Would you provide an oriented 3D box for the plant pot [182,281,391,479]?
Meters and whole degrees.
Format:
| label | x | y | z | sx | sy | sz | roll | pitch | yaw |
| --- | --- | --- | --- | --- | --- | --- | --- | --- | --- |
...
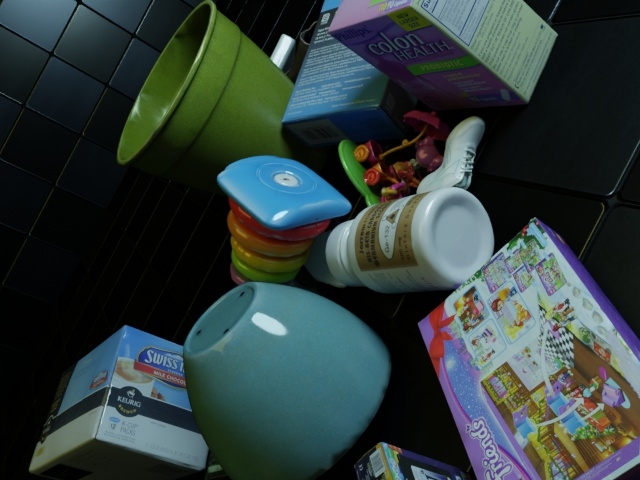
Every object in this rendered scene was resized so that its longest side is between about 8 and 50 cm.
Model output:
| label | x | y | z | sx | sy | sz | roll | pitch | yaw |
| --- | --- | --- | --- | --- | --- | --- | --- | --- | --- |
| plant pot | -0.076 | 0.173 | 0.877 | 0.290 | 0.195 | 0.290 | -35 | 21 | 16 |

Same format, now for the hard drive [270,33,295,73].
| label | x | y | z | sx | sy | sz | roll | pitch | yaw |
| --- | --- | --- | --- | --- | --- | --- | --- | --- | --- |
| hard drive | -0.150 | -0.354 | 1.620 | 0.307 | 0.040 | 0.203 | -64 | 2 | -4 |

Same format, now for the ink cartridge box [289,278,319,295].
| label | x | y | z | sx | sy | sz | roll | pitch | yaw |
| --- | --- | --- | --- | --- | --- | --- | --- | --- | --- |
| ink cartridge box | -0.071 | 0.165 | 1.107 | 0.181 | 0.062 | 0.104 | -53 | 30 | 16 |

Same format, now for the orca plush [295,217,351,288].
| label | x | y | z | sx | sy | sz | roll | pitch | yaw |
| --- | --- | --- | --- | --- | --- | --- | --- | --- | --- |
| orca plush | 0.000 | 0.000 | 1.113 | 0.287 | 0.102 | 0.151 | 17 | 106 | 50 |

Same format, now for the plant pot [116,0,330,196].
| label | x | y | z | sx | sy | sz | roll | pitch | yaw |
| --- | --- | --- | --- | --- | --- | --- | --- | --- | --- |
| plant pot | -0.178 | -0.239 | 1.324 | 0.366 | 0.353 | 0.366 | -38 | 37 | 35 |

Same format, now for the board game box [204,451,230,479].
| label | x | y | z | sx | sy | sz | roll | pitch | yaw |
| --- | --- | --- | --- | --- | --- | --- | --- | --- | --- |
| board game box | -0.134 | 0.345 | 1.090 | 0.186 | 0.026 | 0.126 | -30 | 42 | 43 |

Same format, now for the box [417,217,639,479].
| label | x | y | z | sx | sy | sz | roll | pitch | yaw |
| --- | --- | --- | --- | --- | --- | --- | --- | --- | --- |
| box | 0.226 | 0.138 | 0.657 | 0.201 | 0.057 | 0.293 | -47 | 32 | 24 |

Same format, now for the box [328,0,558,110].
| label | x | y | z | sx | sy | sz | roll | pitch | yaw |
| --- | --- | --- | --- | --- | --- | --- | --- | --- | --- |
| box | 0.176 | -0.304 | 0.926 | 0.213 | 0.243 | 0.117 | 15 | 79 | 60 |

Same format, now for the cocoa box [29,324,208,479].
| label | x | y | z | sx | sy | sz | roll | pitch | yaw |
| --- | --- | --- | --- | --- | --- | --- | --- | --- | --- |
| cocoa box | -0.398 | 0.360 | 1.288 | 0.347 | 0.231 | 0.228 | -33 | 39 | 41 |

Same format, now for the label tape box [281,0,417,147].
| label | x | y | z | sx | sy | sz | roll | pitch | yaw |
| --- | --- | --- | --- | --- | --- | --- | --- | --- | --- |
| label tape box | 0.086 | -0.353 | 1.201 | 0.241 | 0.106 | 0.333 | 2 | 67 | 42 |

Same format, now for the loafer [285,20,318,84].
| label | x | y | z | sx | sy | sz | roll | pitch | yaw |
| --- | --- | --- | --- | --- | --- | --- | --- | --- | --- |
| loafer | -0.001 | -0.438 | 1.439 | 0.366 | 0.130 | 0.133 | -35 | 39 | 40 |

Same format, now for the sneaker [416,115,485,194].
| label | x | y | z | sx | sy | sz | roll | pitch | yaw |
| --- | --- | --- | --- | --- | --- | --- | --- | --- | --- |
| sneaker | 0.203 | -0.107 | 0.920 | 0.152 | 0.054 | 0.061 | -62 | 37 | 13 |

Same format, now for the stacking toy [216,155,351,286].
| label | x | y | z | sx | sy | sz | roll | pitch | yaw |
| --- | --- | --- | --- | --- | --- | --- | --- | --- | --- |
| stacking toy | -0.086 | 0.028 | 1.025 | 0.166 | 0.175 | 0.301 | 40 | 130 | 33 |

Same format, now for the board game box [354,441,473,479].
| label | x | y | z | sx | sy | sz | roll | pitch | yaw |
| --- | --- | --- | --- | --- | --- | --- | --- | --- | --- |
| board game box | 0.116 | 0.295 | 0.612 | 0.048 | 0.141 | 0.170 | -48 | 32 | 22 |

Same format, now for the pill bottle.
| label | x | y | z | sx | sy | sz | roll | pitch | yaw |
| --- | --- | --- | --- | --- | --- | --- | --- | --- | --- |
| pill bottle | 0.112 | 0.008 | 0.876 | 0.229 | 0.131 | 0.131 | -11 | 56 | 55 |

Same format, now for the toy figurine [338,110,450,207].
| label | x | y | z | sx | sy | sz | roll | pitch | yaw |
| --- | --- | --- | --- | --- | --- | --- | --- | --- | --- |
| toy figurine | 0.136 | -0.130 | 0.999 | 0.159 | 0.130 | 0.173 | -33 | 61 | 27 |
